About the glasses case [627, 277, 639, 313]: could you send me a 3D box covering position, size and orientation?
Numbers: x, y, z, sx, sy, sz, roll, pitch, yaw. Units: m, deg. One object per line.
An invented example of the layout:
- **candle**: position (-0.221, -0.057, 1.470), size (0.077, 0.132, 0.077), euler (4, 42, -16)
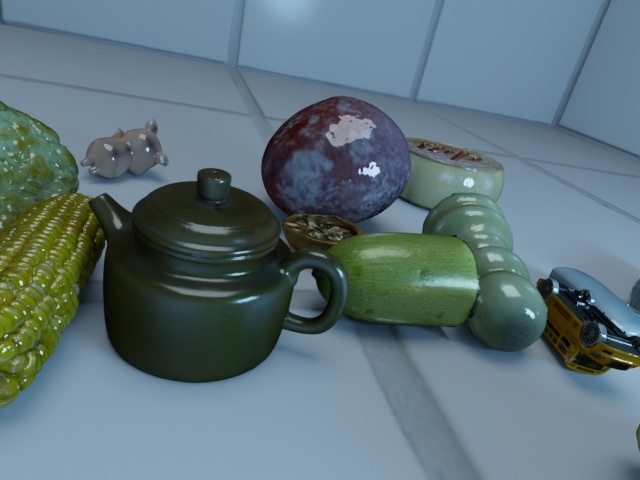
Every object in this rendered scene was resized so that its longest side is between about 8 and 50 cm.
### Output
- **glasses case**: position (0.599, 0.076, 0.817), size (0.204, 0.071, 0.047), euler (-9, 29, -38)

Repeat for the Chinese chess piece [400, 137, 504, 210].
- **Chinese chess piece**: position (0.280, -0.150, 1.085), size (0.269, 0.112, 0.270), euler (11, 24, -5)

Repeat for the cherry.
- **cherry**: position (0.034, -0.133, 0.811), size (0.285, 0.213, 0.236), euler (-37, 21, -33)

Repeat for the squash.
- **squash**: position (0.082, 0.042, 0.574), size (0.186, 0.123, 0.123), euler (6, 26, -17)

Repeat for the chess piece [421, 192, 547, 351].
- **chess piece**: position (0.221, 0.046, 0.643), size (0.133, 0.133, 0.243), euler (11, 32, -6)

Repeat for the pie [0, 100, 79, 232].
- **pie**: position (-0.403, -0.096, 0.521), size (0.274, 0.105, 0.257), euler (46, 18, -31)

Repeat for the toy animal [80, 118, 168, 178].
- **toy animal**: position (-0.333, -0.147, 0.810), size (0.089, 0.084, 0.150), euler (9, 33, 45)

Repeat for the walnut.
- **walnut**: position (0.000, 0.000, 0.698), size (0.121, 0.052, 0.091), euler (6, 27, -10)

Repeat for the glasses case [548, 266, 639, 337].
- **glasses case**: position (0.413, 0.094, 0.714), size (0.067, 0.045, 0.179), euler (8, 26, -11)

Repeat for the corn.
- **corn**: position (-0.264, 0.033, 0.441), size (0.101, 0.101, 0.292), euler (8, 25, -11)

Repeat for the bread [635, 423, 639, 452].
- **bread**: position (0.411, 0.200, 0.301), size (0.315, 0.212, 0.270), euler (14, 26, 9)

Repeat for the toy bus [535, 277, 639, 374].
- **toy bus**: position (0.329, 0.113, 0.600), size (0.069, 0.074, 0.162), euler (17, 22, -9)

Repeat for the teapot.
- **teapot**: position (-0.102, 0.019, 0.468), size (0.267, 0.176, 0.186), euler (14, 27, 2)
